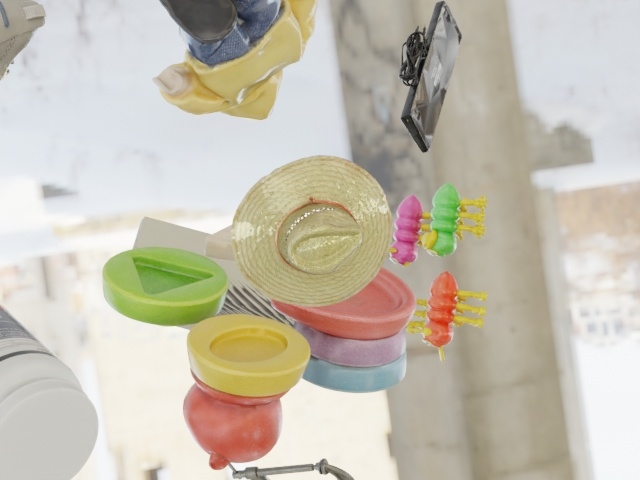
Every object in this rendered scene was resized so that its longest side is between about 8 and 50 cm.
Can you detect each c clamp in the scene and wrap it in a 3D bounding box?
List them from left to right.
[{"bbox_3d":[-0.039,0.310,2.280,0.160,0.022,0.137,-5,147,15],"label":"c clamp"}]

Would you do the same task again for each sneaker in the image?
[{"bbox_3d":[-0.343,-0.155,1.624,0.115,0.105,0.281,-12,176,-33],"label":"sneaker"}]

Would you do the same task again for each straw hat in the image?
[{"bbox_3d":[0.000,0.000,1.477,0.144,0.144,0.061,-8,-167,-11],"label":"straw hat"}]

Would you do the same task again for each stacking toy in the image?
[{"bbox_3d":[-0.073,0.105,1.812,0.279,0.130,0.309,27,-150,35],"label":"stacking toy"}]

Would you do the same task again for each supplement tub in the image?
[{"bbox_3d":[-0.441,0.212,2.365,0.191,0.191,0.272,-9,-150,-36],"label":"supplement tub"}]

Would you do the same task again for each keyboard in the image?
[{"bbox_3d":[0.118,-0.201,2.029,0.038,0.192,0.100,-3,140,26],"label":"keyboard"}]

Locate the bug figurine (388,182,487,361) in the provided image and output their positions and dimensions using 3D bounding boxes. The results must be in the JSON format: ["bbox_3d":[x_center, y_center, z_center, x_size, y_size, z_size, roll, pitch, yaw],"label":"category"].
[{"bbox_3d":[0.125,0.042,2.137,0.072,0.216,0.279,11,172,-16],"label":"bug figurine"}]

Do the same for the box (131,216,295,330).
[{"bbox_3d":[-0.106,0.065,2.183,0.275,0.094,0.113,14,149,1],"label":"box"}]

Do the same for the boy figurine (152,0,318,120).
[{"bbox_3d":[-0.068,-0.177,1.480,0.177,0.092,0.285,-42,171,-6],"label":"boy figurine"}]
